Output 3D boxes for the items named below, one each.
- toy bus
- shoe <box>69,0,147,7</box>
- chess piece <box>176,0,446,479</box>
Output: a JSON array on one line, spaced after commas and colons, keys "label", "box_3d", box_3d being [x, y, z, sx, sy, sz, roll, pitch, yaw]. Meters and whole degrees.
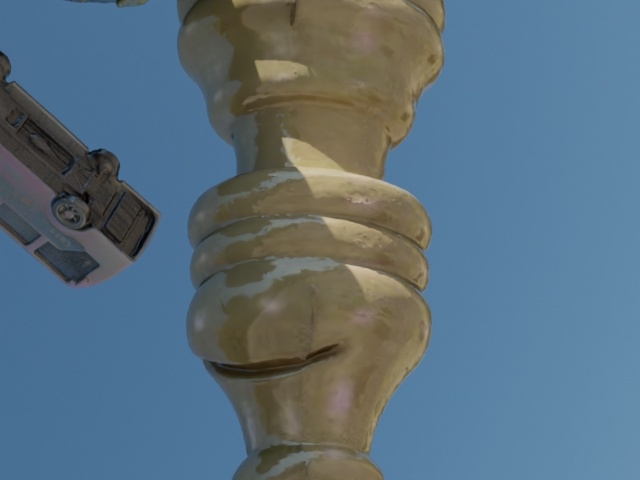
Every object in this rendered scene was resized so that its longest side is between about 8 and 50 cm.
[{"label": "toy bus", "box_3d": [-0.128, -0.034, 0.551, 0.130, 0.052, 0.037, 43, -140, -18]}, {"label": "shoe", "box_3d": [-0.098, -0.162, 0.669, 0.293, 0.149, 0.109, 5, -73, -63]}, {"label": "chess piece", "box_3d": [0.000, 0.000, 0.675, 0.138, 0.124, 0.307, 28, -130, -44]}]
